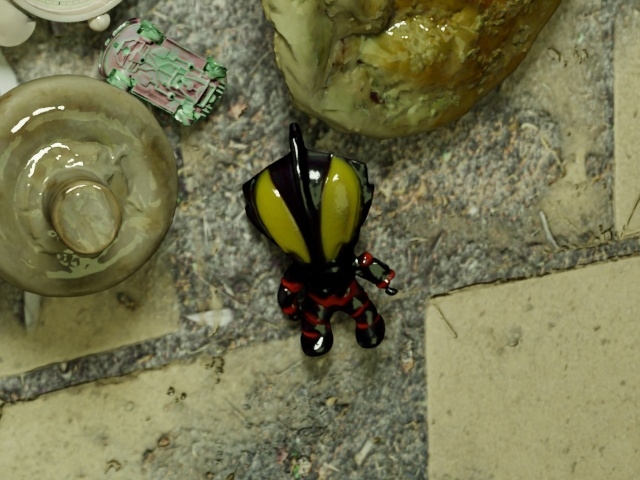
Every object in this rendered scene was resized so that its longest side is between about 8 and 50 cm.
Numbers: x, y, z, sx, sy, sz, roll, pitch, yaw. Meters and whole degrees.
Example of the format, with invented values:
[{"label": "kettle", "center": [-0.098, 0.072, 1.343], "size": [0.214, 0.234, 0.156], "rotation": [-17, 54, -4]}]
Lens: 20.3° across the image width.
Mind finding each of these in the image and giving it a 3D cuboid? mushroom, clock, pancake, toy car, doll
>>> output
[{"label": "mushroom", "center": [-0.220, -0.041, 1.599], "size": [0.207, 0.215, 0.207], "rotation": [-4, 105, -17]}, {"label": "clock", "center": [-0.231, -0.275, 1.607], "size": [0.155, 0.063, 0.229], "rotation": [33, 93, -33]}, {"label": "pancake", "center": [0.110, -0.268, 1.722], "size": [0.387, 0.082, 0.387], "rotation": [-21, 128, -29]}, {"label": "toy car", "center": [-0.150, -0.162, 1.686], "size": [0.142, 0.055, 0.069], "rotation": [27, 101, -41]}, {"label": "doll", "center": [0.002, 0.001, 1.796], "size": [0.127, 0.088, 0.249], "rotation": [-20, 118, -20]}]
